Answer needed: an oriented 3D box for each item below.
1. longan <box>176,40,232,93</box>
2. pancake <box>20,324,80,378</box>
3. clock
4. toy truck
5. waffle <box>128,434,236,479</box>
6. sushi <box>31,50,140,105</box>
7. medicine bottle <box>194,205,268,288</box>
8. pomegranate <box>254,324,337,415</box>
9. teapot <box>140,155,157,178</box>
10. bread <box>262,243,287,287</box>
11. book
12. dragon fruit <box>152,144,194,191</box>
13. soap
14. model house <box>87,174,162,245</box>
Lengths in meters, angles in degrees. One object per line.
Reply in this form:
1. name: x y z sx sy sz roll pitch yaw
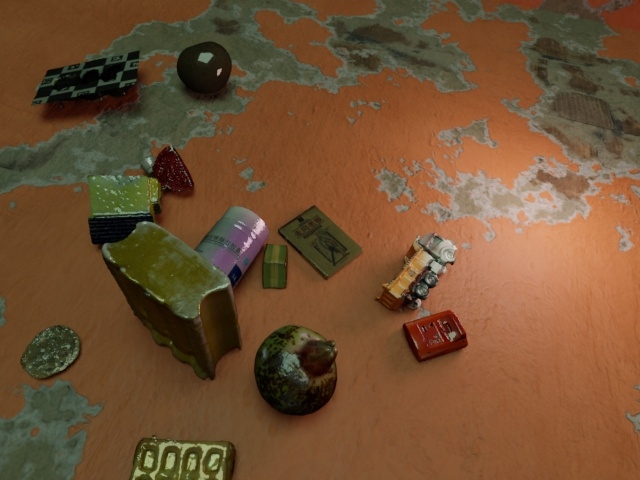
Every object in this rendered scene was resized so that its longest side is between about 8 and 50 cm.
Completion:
1. longan: -0.451 -0.673 1.697 0.213 0.198 0.198 -24 60 -9
2. pancake: -0.677 0.280 1.092 0.140 0.022 0.139 3 54 -4
3. clock: 0.317 0.258 1.198 0.155 0.061 0.113 -14 58 -13
4. toy truck: 0.286 0.094 1.283 0.135 0.114 0.270 39 62 14
5. waffle: -0.299 0.580 0.881 0.224 0.098 0.327 5 52 -5
6. sushi: -0.855 -0.577 1.648 0.374 0.099 0.296 -14 48 -4
7. medicine bottle: -0.270 0.038 1.231 0.152 0.152 0.253 23 56 10
8. pomegranate: -0.037 0.295 1.022 0.214 0.248 0.214 24 47 -29
9. teapot: -0.555 -0.245 1.454 0.083 0.064 0.064 -26 69 -8
10. bread: -0.136 0.074 1.306 0.074 0.084 0.139 1 24 -5
11. book: 0.000 0.000 1.365 0.161 0.026 0.231 -35 65 -27
12. dragon fruit: -0.490 -0.220 1.432 0.106 0.083 0.162 -28 95 -2
13. soap: -0.343 0.151 1.041 0.294 0.335 0.156 33 57 21
14. model house: -0.582 -0.079 1.313 0.194 0.170 0.211 -2 83 -16
